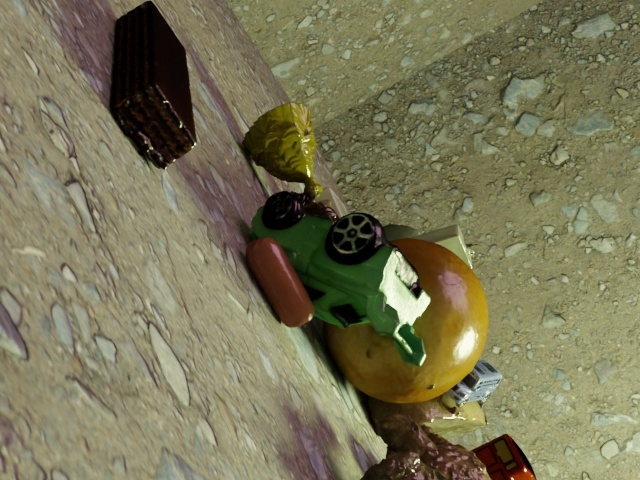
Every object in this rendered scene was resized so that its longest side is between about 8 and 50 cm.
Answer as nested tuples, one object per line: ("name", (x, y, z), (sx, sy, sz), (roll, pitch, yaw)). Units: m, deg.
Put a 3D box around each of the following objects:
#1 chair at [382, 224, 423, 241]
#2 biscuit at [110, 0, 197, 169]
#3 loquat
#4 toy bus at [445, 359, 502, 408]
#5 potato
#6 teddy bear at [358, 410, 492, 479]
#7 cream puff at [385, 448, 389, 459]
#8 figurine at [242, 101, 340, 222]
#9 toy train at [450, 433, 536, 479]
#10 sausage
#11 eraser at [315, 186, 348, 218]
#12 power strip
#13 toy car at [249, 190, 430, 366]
("chair", (0.197, 0.148, 2.097), (0.227, 0.226, 0.401), (59, 10, -25))
("biscuit", (-0.239, -0.234, 1.276), (0.107, 0.073, 0.388), (56, 9, -32))
("loquat", (0.164, 0.152, 1.705), (0.328, 0.328, 0.328), (60, 6, -11))
("toy bus", (0.304, 0.286, 1.822), (0.073, 0.076, 0.167), (44, 19, 28))
("potato", (0.208, 0.313, 1.865), (0.264, 0.211, 0.190), (47, 24, -62))
("teddy bear", (0.112, 0.364, 1.257), (0.296, 0.222, 0.246), (171, -78, -65))
("cream puff", (0.152, 0.403, 1.499), (0.133, 0.104, 0.119), (70, -24, 14))
("figurine", (-0.038, -0.120, 1.968), (0.168, 0.187, 0.315), (-6, 65, -48))
("toy train", (0.371, 0.578, 1.932), (0.163, 0.231, 0.369), (52, 10, -40))
("sausage", (-0.065, 0.065, 1.412), (0.154, 0.062, 0.062), (61, 6, -9))
("eraser", (0.023, 0.008, 2.067), (0.086, 0.130, 0.287), (53, 11, -39))
("power strip", (0.150, 0.056, 1.861), (0.043, 0.367, 0.106), (-87, 155, -49))
("toy car", (0.033, 0.057, 1.495), (0.358, 0.176, 0.213), (18, -18, 33))
